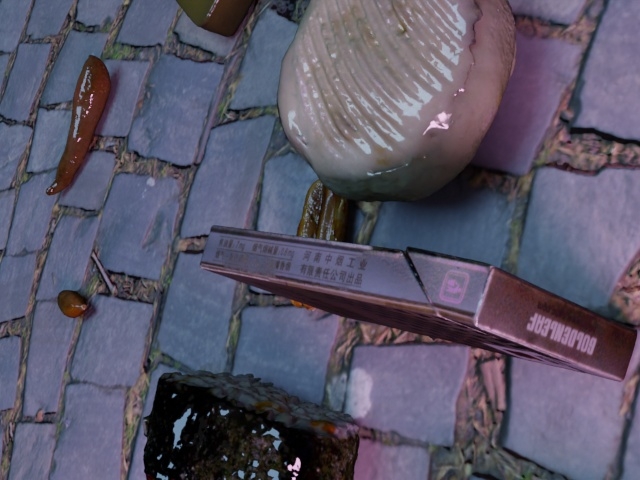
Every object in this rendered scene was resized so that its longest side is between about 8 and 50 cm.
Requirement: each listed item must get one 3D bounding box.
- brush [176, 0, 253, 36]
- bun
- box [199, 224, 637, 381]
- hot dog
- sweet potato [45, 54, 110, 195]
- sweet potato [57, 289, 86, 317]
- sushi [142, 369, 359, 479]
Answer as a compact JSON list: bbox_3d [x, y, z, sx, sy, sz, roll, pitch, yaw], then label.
[{"bbox_3d":[-0.104,-0.362,1.281,0.197,0.059,0.123,-55,45,17],"label":"brush"},{"bbox_3d":[0.073,-0.144,0.924,0.239,0.141,0.239,-15,67,39],"label":"bun"},{"bbox_3d":[0.064,0.044,0.817,0.325,0.180,0.047,7,78,50],"label":"box"},{"bbox_3d":[0.001,0.000,1.019,0.062,0.038,0.144,-8,66,49],"label":"hot dog"},{"bbox_3d":[-0.348,-0.162,1.478,0.050,0.050,0.214,24,98,50],"label":"sweet potato"},{"bbox_3d":[-0.333,0.084,1.361,0.095,0.034,0.034,19,88,60],"label":"sweet potato"},{"bbox_3d":[-0.066,0.194,0.935,0.225,0.136,0.126,22,98,46],"label":"sushi"}]
